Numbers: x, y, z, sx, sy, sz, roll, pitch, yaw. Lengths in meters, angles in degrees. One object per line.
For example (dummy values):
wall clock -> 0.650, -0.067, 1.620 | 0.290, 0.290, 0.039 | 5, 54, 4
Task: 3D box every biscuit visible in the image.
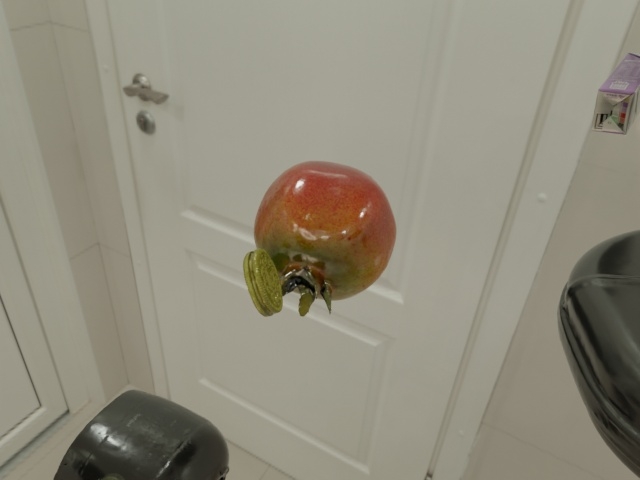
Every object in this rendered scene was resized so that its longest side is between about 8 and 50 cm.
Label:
biscuit -> -0.069, 0.051, 0.654 | 0.023, 0.084, 0.084 | -18, 34, 9

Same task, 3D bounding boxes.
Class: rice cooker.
rice cooker -> -0.285, 0.400, 0.883 | 0.224, 0.267, 0.267 | 25, 39, 9

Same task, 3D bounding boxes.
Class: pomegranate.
pomegranate -> 0.000, 0.000, 0.825 | 0.220, 0.221, 0.257 | 15, 52, 14

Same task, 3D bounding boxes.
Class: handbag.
handbag -> 0.338, 0.087, 0.436 | 0.253, 0.093, 0.308 | -5, 30, 12

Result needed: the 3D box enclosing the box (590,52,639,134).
box -> 0.330, -0.160, 0.577 | 0.036, 0.051, 0.117 | 20, 46, 33
